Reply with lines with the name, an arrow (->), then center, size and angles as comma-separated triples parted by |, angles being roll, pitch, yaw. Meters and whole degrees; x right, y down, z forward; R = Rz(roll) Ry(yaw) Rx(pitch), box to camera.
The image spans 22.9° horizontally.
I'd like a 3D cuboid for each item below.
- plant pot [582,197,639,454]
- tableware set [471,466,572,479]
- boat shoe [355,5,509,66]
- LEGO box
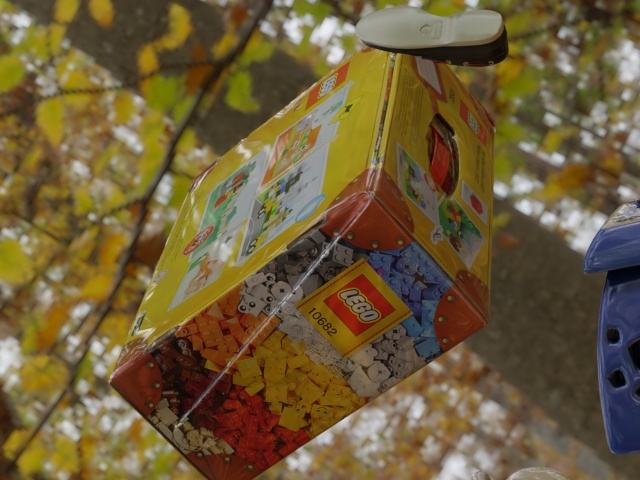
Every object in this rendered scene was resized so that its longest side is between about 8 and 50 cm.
plant pot -> 0.376, 0.059, 1.499 | 0.236, 0.236, 0.212 | -30, -74, -69
tableware set -> 0.116, 0.136, 0.532 | 0.020, 0.169, 0.141 | -16, -90, -37
boat shoe -> 0.094, -0.170, 1.334 | 0.042, 0.133, 0.049 | 66, -144, -50
LEGO box -> 0.000, 0.000, 1.819 | 0.372, 0.193, 0.500 | -35, 18, 23
